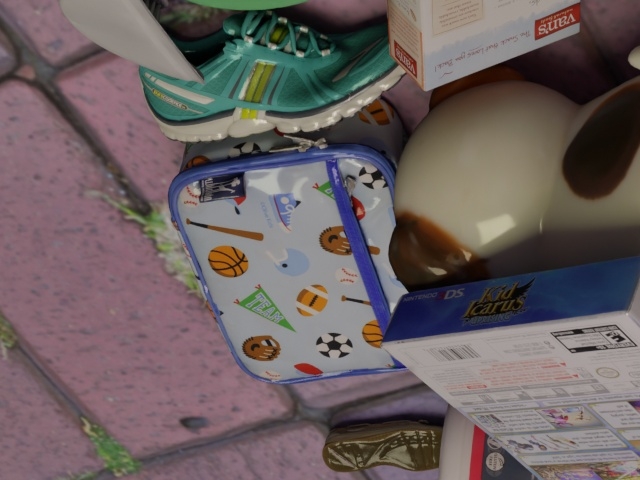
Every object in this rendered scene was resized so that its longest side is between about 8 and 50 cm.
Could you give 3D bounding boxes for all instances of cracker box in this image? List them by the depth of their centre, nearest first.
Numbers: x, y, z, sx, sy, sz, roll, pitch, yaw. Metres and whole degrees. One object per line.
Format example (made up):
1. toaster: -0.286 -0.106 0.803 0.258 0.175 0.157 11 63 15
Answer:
1. cracker box: 0.131 -0.251 1.596 0.155 0.067 0.232 -22 133 -19

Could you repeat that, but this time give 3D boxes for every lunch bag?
1. lunch bag: 0.000 0.000 1.884 0.243 0.115 0.303 -6 131 17

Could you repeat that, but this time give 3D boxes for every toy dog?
1. toy dog: 0.254 -0.023 1.659 0.408 0.285 0.395 0 163 35

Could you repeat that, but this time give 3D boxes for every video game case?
1. video game case: 0.226 0.117 1.625 0.269 0.061 0.244 -10 136 47

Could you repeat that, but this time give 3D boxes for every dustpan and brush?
1. dustpan and brush: -0.198 -0.215 1.730 0.211 0.060 0.147 16 159 30

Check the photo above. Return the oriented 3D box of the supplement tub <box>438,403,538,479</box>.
1. supplement tub: 0.262 0.237 1.973 0.272 0.191 0.191 4 132 11

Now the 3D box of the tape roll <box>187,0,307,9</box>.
1. tape roll: -0.075 -0.341 1.617 0.321 0.077 0.321 8 133 9

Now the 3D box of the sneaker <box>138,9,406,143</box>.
1. sneaker: -0.041 -0.157 1.761 0.275 0.107 0.110 -9 120 22

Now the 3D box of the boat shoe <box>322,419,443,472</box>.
1. boat shoe: 0.079 0.215 2.110 0.153 0.048 0.056 -9 117 13
